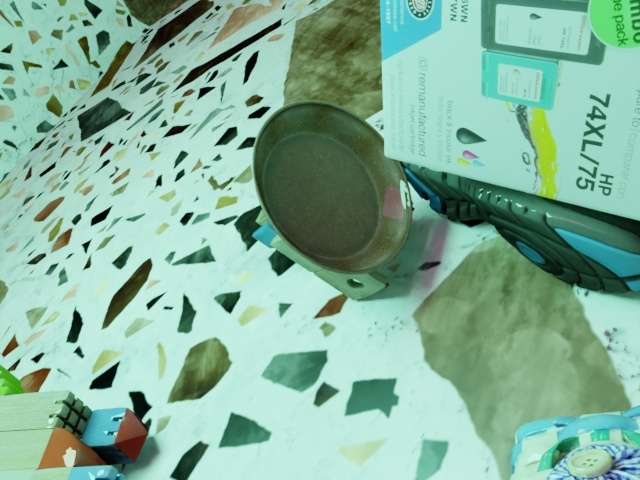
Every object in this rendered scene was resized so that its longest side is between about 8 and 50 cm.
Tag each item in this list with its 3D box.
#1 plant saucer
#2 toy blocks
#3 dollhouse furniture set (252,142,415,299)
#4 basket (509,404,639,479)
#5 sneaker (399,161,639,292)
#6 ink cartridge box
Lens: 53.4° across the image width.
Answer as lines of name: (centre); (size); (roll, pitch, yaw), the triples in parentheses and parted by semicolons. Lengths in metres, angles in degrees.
plant saucer: (0.010, -0.054, 0.680); (0.036, 0.198, 0.199); (-33, 26, 53)
toy blocks: (-0.300, 0.307, 0.667); (0.260, 0.191, 0.381); (-9, 44, 18)
dollhouse furniture set: (0.000, 0.000, 0.791); (0.183, 0.129, 0.129); (-33, 27, 52)
basket: (0.194, 0.210, 0.291); (0.254, 0.201, 0.289); (-21, 29, 21)
sneaker: (0.212, -0.067, 0.644); (0.140, 0.125, 0.341); (-46, 36, -2)
ink cartridge box: (0.216, -0.166, 0.539); (0.270, 0.198, 0.197); (19, 41, 33)
